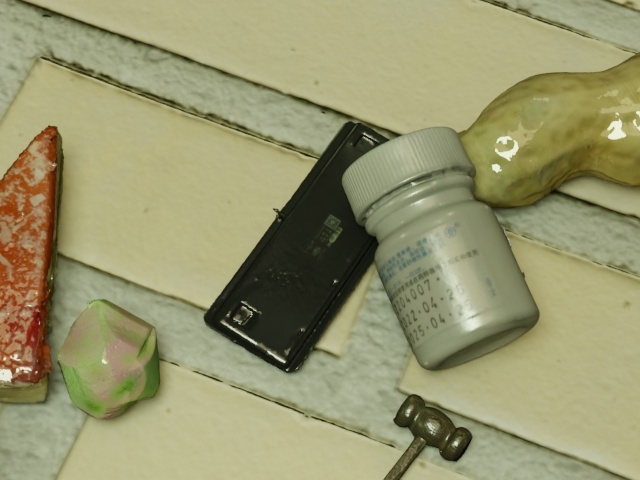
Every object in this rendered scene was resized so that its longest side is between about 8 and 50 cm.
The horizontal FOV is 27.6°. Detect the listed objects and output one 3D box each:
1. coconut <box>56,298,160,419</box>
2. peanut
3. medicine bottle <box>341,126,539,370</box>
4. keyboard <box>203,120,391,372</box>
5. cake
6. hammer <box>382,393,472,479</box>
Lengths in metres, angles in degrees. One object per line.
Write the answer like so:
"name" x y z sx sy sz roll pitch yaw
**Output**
"coconut" -0.157 0.092 0.975 0.081 0.083 0.082 36 73 -8
"peanut" 0.226 -0.095 1.092 0.263 0.101 0.117 -11 43 -10
"medicine bottle" 0.092 0.008 1.013 0.105 0.105 0.168 -19 75 -14
"keyboard" 0.000 0.000 1.067 0.093 0.025 0.230 31 64 10
"cake" -0.259 0.021 1.002 0.116 0.086 0.221 0 63 -7
"hammer" 0.006 0.234 0.943 0.058 0.029 0.292 34 66 16
